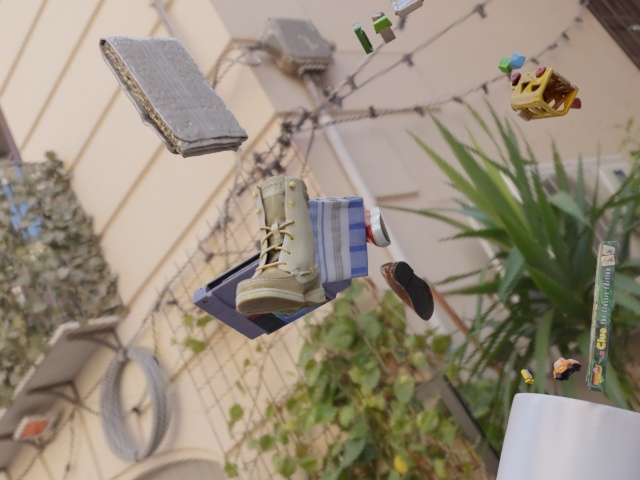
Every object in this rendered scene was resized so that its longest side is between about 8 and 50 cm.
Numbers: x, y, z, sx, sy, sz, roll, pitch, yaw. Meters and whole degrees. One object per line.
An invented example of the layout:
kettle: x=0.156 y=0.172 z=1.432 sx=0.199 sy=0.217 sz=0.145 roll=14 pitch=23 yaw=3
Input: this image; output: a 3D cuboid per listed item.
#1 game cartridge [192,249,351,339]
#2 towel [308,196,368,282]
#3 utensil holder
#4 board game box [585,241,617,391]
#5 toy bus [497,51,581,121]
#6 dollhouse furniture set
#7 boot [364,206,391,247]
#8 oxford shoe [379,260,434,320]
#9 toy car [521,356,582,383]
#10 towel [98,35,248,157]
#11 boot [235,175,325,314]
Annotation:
game cartridge: x=-0.122 y=0.127 z=2.110 sx=0.355 sy=0.068 sz=0.230 roll=-31 pitch=-55 yaw=29
towel: x=0.000 y=0.000 z=1.973 sx=0.285 sy=0.209 sz=0.034 roll=-5 pitch=2 yaw=-37
utensil holder: x=0.484 y=0.511 z=1.567 sx=0.327 sy=0.385 sz=0.327 roll=12 pitch=-14 yaw=3
board game box: x=0.503 y=0.133 z=1.486 sx=0.030 sy=0.260 sz=0.136 roll=5 pitch=-2 yaw=13
toy bus: x=0.499 y=-0.332 z=1.940 sx=0.104 sy=0.191 sz=0.202 roll=-63 pitch=-26 yaw=-7
dollhouse furniture set: x=0.143 y=-0.431 z=1.633 sx=0.151 sy=0.076 sz=0.058 roll=-28 pitch=-57 yaw=13
boot: x=0.084 y=-0.012 z=2.138 sx=0.176 sy=0.088 sz=0.244 roll=-18 pitch=11 yaw=3
oxford shoe: x=0.226 y=0.126 z=2.145 sx=0.076 sy=0.212 sz=0.076 roll=2 pitch=48 yaw=48
toy car: x=0.456 y=0.250 z=1.641 sx=0.122 sy=0.040 sz=0.060 roll=4 pitch=-47 yaw=-28
towel: x=-0.271 y=-0.271 z=1.547 sx=0.187 sy=0.282 sz=0.049 roll=-16 pitch=-24 yaw=-51
boot: x=-0.066 y=0.004 z=1.238 sx=0.095 sy=0.203 sz=0.262 roll=-9 pitch=-4 yaw=19
